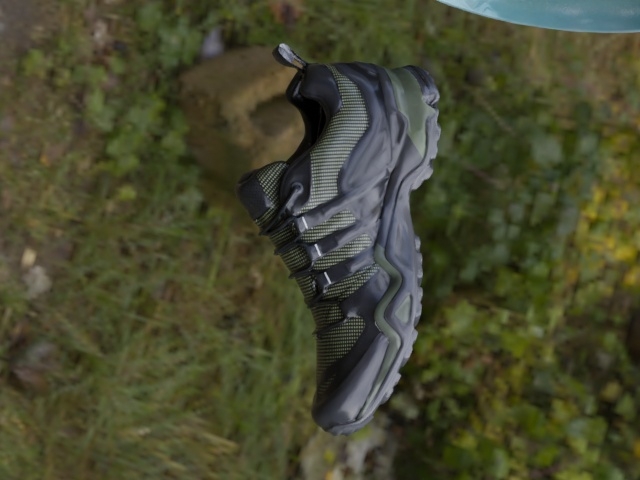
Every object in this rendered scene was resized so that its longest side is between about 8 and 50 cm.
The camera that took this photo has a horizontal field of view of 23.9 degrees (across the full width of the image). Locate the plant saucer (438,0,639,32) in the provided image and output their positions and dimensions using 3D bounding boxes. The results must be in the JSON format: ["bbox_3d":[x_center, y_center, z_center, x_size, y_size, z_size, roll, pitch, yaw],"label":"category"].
[{"bbox_3d":[0.159,-0.228,1.038,0.317,0.317,0.044,35,64,-55],"label":"plant saucer"}]

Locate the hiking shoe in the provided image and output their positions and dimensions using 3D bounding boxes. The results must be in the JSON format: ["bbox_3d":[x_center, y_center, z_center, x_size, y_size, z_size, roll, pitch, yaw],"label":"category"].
[{"bbox_3d":[0.000,0.000,0.894,0.086,0.114,0.227,145,-47,-72],"label":"hiking shoe"}]
